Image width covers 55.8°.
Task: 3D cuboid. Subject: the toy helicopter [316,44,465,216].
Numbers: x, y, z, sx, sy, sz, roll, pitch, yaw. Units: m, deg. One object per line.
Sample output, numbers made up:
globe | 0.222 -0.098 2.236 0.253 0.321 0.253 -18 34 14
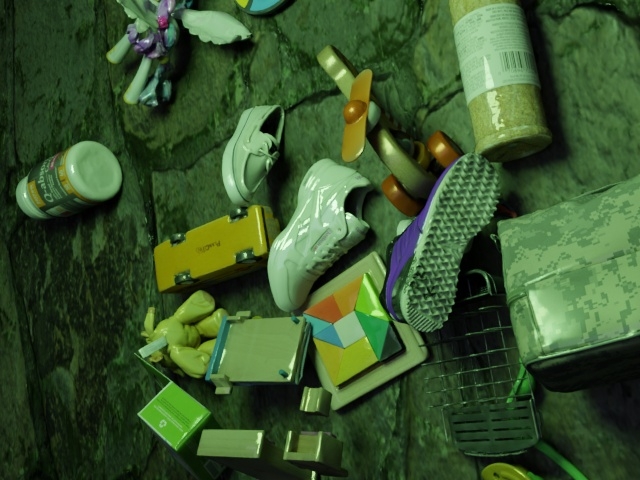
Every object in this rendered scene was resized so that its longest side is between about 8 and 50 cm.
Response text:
toy helicopter | 0.083 -0.214 1.040 0.140 0.234 0.355 -43 62 24

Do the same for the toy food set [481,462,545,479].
toy food set | 0.334 0.422 0.897 0.218 0.071 0.128 54 137 29

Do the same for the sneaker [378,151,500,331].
sneaker | 0.168 -0.006 0.952 0.294 0.102 0.146 -63 20 -11

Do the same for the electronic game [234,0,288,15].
electronic game | -0.116 -0.613 1.342 0.229 0.048 0.230 -5 81 35

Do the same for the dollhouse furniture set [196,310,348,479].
dollhouse furniture set | -0.050 0.286 1.156 0.286 0.198 0.304 -9 55 30

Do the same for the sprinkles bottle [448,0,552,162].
sprinkles bottle | 0.281 -0.311 0.983 0.121 0.121 0.356 -15 76 33

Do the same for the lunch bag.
lunch bag | 0.399 0.037 0.803 0.305 0.212 0.256 -23 56 25

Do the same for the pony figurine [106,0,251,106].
pony figurine | -0.368 -0.496 1.398 0.364 0.302 0.351 -56 48 34

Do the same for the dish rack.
dish rack | 0.232 0.197 0.943 0.208 0.074 0.272 -30 63 54

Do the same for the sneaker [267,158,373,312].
sneaker | 0.000 0.000 1.139 0.152 0.114 0.305 23 93 34

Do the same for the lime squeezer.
lime squeezer | 0.332 0.242 0.920 0.109 0.058 0.311 -20 73 32

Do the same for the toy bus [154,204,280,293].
toy bus | -0.215 0.027 1.283 0.332 0.130 0.108 -19 73 32

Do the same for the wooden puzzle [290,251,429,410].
wooden puzzle | 0.059 0.170 1.126 0.238 0.044 0.221 -37 65 26

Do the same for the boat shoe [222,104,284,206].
boat shoe | -0.125 -0.181 1.226 0.088 0.096 0.268 -12 41 23

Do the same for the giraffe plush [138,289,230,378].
giraffe plush | -0.306 0.226 1.318 0.170 0.210 0.182 -41 63 57

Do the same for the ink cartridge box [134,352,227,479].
ink cartridge box | -0.313 0.375 1.268 0.255 0.189 0.097 24 57 34

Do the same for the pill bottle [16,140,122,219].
pill bottle | -0.673 -0.149 1.606 0.278 0.162 0.162 -16 75 32

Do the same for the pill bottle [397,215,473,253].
pill bottle | 0.196 -0.011 1.039 0.120 0.067 0.067 1 85 35

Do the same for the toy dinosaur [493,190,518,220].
toy dinosaur | 0.281 -0.068 0.990 0.082 0.090 0.047 33 88 1
